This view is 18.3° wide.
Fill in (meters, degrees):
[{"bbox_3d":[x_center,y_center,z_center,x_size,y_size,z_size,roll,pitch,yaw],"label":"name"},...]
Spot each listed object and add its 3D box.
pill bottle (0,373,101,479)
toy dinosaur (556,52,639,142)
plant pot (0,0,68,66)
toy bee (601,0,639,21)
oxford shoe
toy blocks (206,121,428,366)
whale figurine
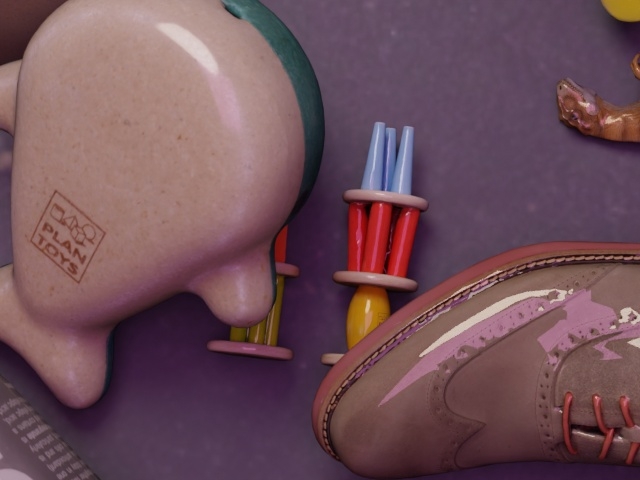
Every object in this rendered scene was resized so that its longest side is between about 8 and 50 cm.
[{"bbox_3d":[-0.186,0.195,1.109,0.176,0.176,0.318,-44,85,-4],"label":"pill bottle"},{"bbox_3d":[0.246,-0.069,1.182,0.211,0.064,0.112,17,78,32],"label":"toy dinosaur"},{"bbox_3d":[-0.180,-0.251,1.150,0.284,0.191,0.284,0,83,0],"label":"plant pot"},{"bbox_3d":[0.172,-0.249,1.183,0.298,0.162,0.195,34,76,-21],"label":"toy bee"},{"bbox_3d":[0.168,0.075,1.123,0.348,0.123,0.130,-18,41,-1],"label":"oxford shoe"},{"bbox_3d":[0.000,0.000,1.189,0.123,0.054,0.148,7,84,1],"label":"toy blocks"},{"bbox_3d":[-0.102,-0.031,1.151,0.216,0.141,0.272,38,121,12],"label":"whale figurine"}]
